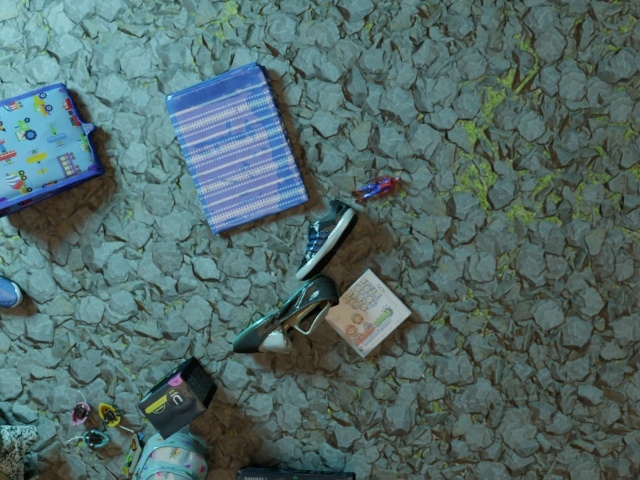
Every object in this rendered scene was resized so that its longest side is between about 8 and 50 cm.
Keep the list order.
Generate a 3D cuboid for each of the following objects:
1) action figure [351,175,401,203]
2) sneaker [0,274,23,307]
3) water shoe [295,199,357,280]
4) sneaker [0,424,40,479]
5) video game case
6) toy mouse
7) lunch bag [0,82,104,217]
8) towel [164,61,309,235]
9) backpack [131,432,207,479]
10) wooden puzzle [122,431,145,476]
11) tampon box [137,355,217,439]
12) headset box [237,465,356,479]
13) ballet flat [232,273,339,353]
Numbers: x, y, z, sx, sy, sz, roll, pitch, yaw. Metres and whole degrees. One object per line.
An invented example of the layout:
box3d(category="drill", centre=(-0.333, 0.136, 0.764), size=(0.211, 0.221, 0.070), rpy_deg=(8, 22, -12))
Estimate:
box3d(category="action figure", centre=(0.128, -0.118, 1.716), size=(0.115, 0.030, 0.038), rpy_deg=(-22, 90, 2))
box3d(category="sneaker", centre=(-0.788, 0.106, 1.740), size=(0.211, 0.081, 0.080), rpy_deg=(19, 95, -2))
box3d(category="water shoe", centre=(0.000, 0.000, 1.721), size=(0.080, 0.073, 0.203), rpy_deg=(40, 92, 19))
box3d(category="sneaker", centre=(-0.741, 0.591, 1.760), size=(0.182, 0.158, 0.410), rpy_deg=(1, 117, -38))
box3d(category="video game case", centre=(0.106, 0.168, 1.752), size=(0.157, 0.019, 0.143), rpy_deg=(-44, 93, 6))
box3d(category="toy mouse", centre=(-0.541, 0.433, 1.795), size=(0.143, 0.031, 0.161), rpy_deg=(-40, 94, 5))
box3d(category="lunch bag", centre=(-0.641, -0.205, 1.687), size=(0.293, 0.138, 0.220), rpy_deg=(-23, 93, -5))
box3d(category="towel", centre=(-0.187, -0.206, 1.709), size=(0.243, 0.040, 0.336), rpy_deg=(-19, 96, 4))
box3d(category="backpack", centre=(-0.345, 0.544, 1.743), size=(0.166, 0.144, 0.188), rpy_deg=(18, 91, -11))
box3d(category="wooden puzzle", centre=(-0.442, 0.499, 1.782), size=(0.014, 0.078, 0.116), rpy_deg=(18, 91, -28))
box3d(category="tampon box", centre=(-0.318, 0.351, 1.714), size=(0.120, 0.161, 0.101), rpy_deg=(-37, 94, 5))
box3d(category="headset box", centre=(-0.047, 0.644, 1.715), size=(0.283, 0.131, 0.246), rpy_deg=(1, 77, 5))
box3d(category="ballet flat", centre=(-0.074, 0.189, 1.713), size=(0.280, 0.095, 0.096), rpy_deg=(-40, 64, 6))
